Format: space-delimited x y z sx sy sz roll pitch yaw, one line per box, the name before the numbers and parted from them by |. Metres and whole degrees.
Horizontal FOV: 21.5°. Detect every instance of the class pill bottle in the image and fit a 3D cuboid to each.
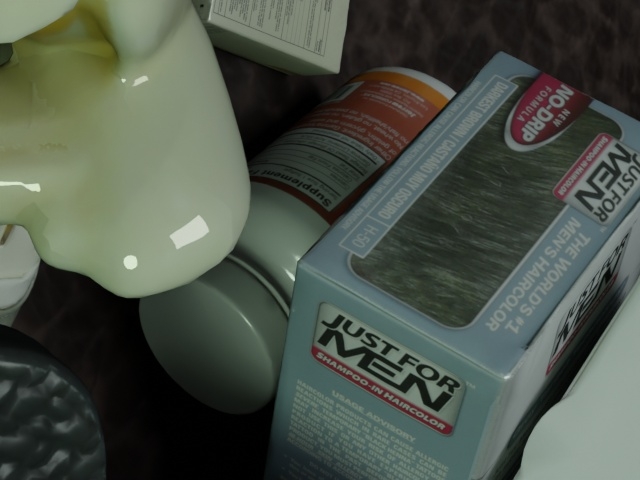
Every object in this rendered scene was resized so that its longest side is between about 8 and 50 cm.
pill bottle | 0.000 0.000 0.960 0.216 0.121 0.121 -43 123 -39

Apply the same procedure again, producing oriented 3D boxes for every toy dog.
toy dog | -0.153 -0.202 0.546 0.408 0.284 0.395 97 -2 -62

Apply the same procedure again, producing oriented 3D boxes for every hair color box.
hair color box | 0.062 0.104 0.908 0.185 0.113 0.374 -47 159 -37

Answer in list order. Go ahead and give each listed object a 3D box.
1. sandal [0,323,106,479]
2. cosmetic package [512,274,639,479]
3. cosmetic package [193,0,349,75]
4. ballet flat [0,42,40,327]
sandal | -0.292 0.101 0.584 0.446 0.107 0.167 1 105 -37
cosmetic package | 0.191 0.161 0.913 0.197 0.155 0.365 -58 165 -4
cosmetic package | -0.036 -0.137 0.972 0.115 0.041 0.060 18 78 -48
ballet flat | -0.157 -0.034 0.818 0.072 0.068 0.213 9 86 -49
